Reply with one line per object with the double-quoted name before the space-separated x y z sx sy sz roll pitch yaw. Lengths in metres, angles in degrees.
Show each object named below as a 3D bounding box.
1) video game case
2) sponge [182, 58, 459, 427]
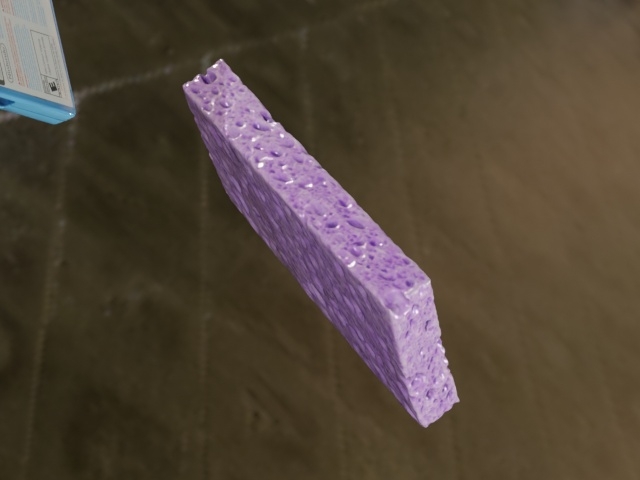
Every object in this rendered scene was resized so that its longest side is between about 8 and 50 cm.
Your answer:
"video game case" -0.166 -0.118 0.734 0.166 0.015 0.119 13 61 -63
"sponge" 0.000 0.000 0.954 0.210 0.031 0.117 48 -14 37
